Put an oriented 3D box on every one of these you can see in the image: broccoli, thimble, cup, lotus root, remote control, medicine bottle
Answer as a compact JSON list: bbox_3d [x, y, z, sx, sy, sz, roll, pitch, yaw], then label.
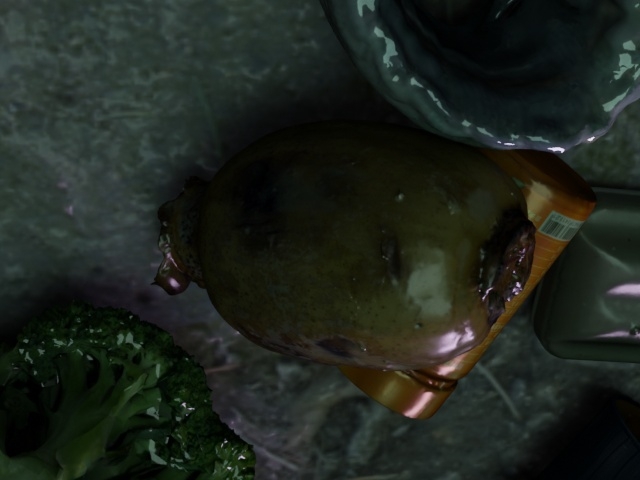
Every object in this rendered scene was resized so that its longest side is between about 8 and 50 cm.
[{"bbox_3d":[-0.178,0.170,1.006,0.262,0.241,0.269,18,83,3],"label":"broccoli"},{"bbox_3d":[0.101,-0.167,0.905,0.205,0.172,0.250,-33,115,5],"label":"thimble"},{"bbox_3d":[0.225,0.212,1.149,0.150,0.113,0.138,36,108,-21],"label":"cup"},{"bbox_3d":[-0.001,-0.002,0.956,0.278,0.154,0.154,5,125,34],"label":"lotus root"},{"bbox_3d":[0.323,0.038,1.106,0.335,0.065,0.128,4,118,-11],"label":"remote control"},{"bbox_3d":[0.094,0.020,1.040,0.096,0.096,0.192,27,109,-21],"label":"medicine bottle"}]
